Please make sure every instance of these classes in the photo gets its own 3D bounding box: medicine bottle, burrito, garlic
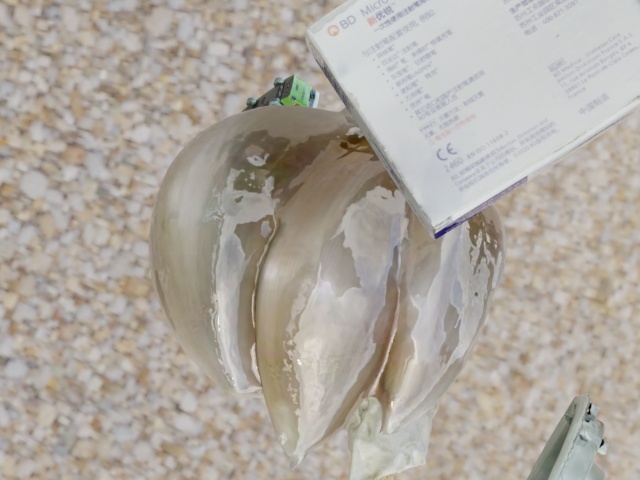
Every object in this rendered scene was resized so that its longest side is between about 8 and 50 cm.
[{"bbox_3d":[0.113,-0.123,0.996,0.201,0.171,0.052,-33,169,0],"label":"medicine bottle"},{"bbox_3d":[0.089,0.119,1.790,0.117,0.392,0.076,11,141,-8],"label":"burrito"},{"bbox_3d":[0.001,0.001,1.182,0.325,0.279,0.132,-58,159,-33],"label":"garlic"}]

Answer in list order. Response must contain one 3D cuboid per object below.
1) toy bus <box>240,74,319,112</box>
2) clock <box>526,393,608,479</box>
[{"bbox_3d":[-0.041,-0.117,1.357,0.037,0.083,0.031,30,53,-27],"label":"toy bus"},{"bbox_3d":[0.180,0.236,1.226,0.236,0.053,0.236,-63,174,-13],"label":"clock"}]
